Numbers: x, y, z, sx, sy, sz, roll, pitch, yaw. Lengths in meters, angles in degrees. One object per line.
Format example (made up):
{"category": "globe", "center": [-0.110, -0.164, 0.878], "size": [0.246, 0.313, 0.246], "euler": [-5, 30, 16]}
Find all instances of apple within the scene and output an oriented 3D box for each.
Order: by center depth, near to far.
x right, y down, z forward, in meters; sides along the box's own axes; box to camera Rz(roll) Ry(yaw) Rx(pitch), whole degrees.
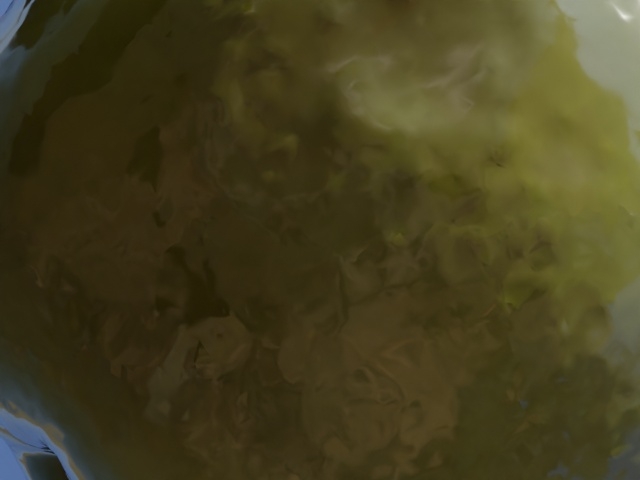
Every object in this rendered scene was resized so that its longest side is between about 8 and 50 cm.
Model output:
{"category": "apple", "center": [-0.007, -0.016, 0.466], "size": [0.295, 0.258, 0.233], "euler": [6, -49, 58]}

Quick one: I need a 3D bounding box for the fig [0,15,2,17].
{"category": "fig", "center": [-0.159, -0.052, 0.611], "size": [0.150, 0.128, 0.128], "euler": [-13, -107, 37]}
